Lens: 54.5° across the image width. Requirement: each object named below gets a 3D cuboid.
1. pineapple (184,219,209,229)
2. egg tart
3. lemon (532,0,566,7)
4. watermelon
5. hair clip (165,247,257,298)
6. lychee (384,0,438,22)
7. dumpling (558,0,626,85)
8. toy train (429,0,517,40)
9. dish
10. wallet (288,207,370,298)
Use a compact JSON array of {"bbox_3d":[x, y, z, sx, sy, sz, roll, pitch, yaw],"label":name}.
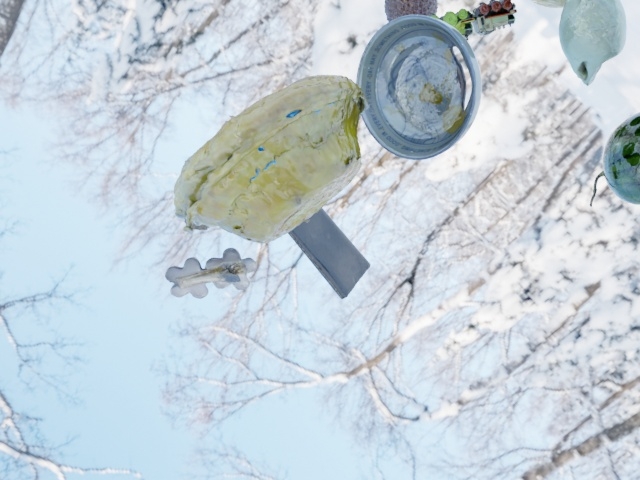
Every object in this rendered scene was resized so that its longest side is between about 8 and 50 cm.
[{"bbox_3d":[-0.306,-0.107,1.556,0.074,0.159,0.074,5,-162,-2],"label":"pineapple"},{"bbox_3d":[-0.063,-0.115,1.051,0.169,0.388,0.388,55,-155,6],"label":"egg tart"},{"bbox_3d":[0.545,-0.669,1.409,0.285,0.285,0.316,19,176,-42],"label":"lemon"},{"bbox_3d":[0.636,-0.176,1.201,0.127,0.204,0.232,36,159,-34],"label":"watermelon"},{"bbox_3d":[-0.301,0.098,1.717,0.075,0.257,0.146,-86,-18,-48],"label":"hair clip"},{"bbox_3d":[0.303,-0.758,2.031,0.188,0.188,0.188,34,-155,-18],"label":"lychee"},{"bbox_3d":[0.506,-0.390,1.118,0.108,0.153,0.219,42,156,45],"label":"dumpling"},{"bbox_3d":[0.373,-0.546,1.552,0.053,0.250,0.085,-152,46,-80],"label":"toy train"},{"bbox_3d":[0.217,-0.306,1.236,0.134,0.273,0.273,-21,-116,-43],"label":"dish"},{"bbox_3d":[0.000,0.000,1.729,0.321,0.044,0.170,50,-135,-7],"label":"wallet"}]
